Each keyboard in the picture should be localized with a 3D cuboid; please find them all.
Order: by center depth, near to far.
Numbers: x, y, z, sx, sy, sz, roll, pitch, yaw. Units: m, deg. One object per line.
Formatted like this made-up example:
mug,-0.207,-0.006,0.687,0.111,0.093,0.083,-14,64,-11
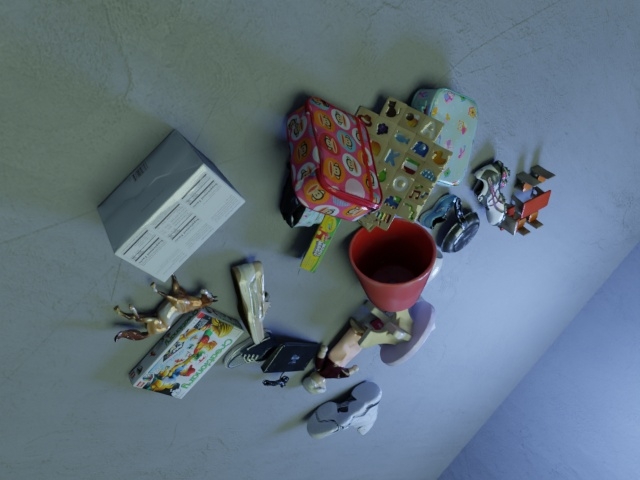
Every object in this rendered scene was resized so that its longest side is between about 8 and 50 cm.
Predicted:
keyboard,-0.120,0.435,1.720,0.201,0.033,0.317,-55,153,3

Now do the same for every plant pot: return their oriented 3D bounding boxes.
plant pot,0.240,0.097,1.639,0.275,0.275,0.243,-31,145,-13

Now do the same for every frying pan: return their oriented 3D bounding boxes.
frying pan,0.541,-0.066,1.822,0.197,0.053,0.326,-30,148,-26

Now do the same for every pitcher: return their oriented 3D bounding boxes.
pitcher,0.378,0.115,1.838,0.178,0.125,0.207,2,131,-43

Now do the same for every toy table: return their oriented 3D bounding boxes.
toy table,0.270,0.308,1.782,0.161,0.252,0.274,35,83,-25

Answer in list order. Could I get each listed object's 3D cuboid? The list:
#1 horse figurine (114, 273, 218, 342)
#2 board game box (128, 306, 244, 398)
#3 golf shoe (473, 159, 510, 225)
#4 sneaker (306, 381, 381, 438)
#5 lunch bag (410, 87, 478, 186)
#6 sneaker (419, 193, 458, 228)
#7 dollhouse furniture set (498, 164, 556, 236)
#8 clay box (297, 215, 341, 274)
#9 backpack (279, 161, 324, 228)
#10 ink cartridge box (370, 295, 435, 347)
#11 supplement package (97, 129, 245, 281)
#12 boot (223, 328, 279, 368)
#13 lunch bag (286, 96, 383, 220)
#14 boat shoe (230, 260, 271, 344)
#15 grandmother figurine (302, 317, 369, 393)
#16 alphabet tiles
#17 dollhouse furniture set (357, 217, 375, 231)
horse figurine,-0.438,0.190,1.349,0.263,0.066,0.174,-42,130,-4
board game box,-0.403,0.340,1.496,0.305,0.053,0.193,-47,136,5
golf shoe,0.622,-0.166,1.823,0.120,0.105,0.272,-16,126,-5
sneaker,0.115,0.781,2.140,0.366,0.137,0.210,-26,131,-22
lunch bag,0.345,-0.307,1.451,0.224,0.108,0.278,6,98,-34
sneaker,0.432,-0.096,1.742,0.162,0.073,0.063,-42,136,-2
dollhouse furniture set,0.813,-0.125,1.946,0.259,0.135,0.261,-25,133,-18
clay box,0.000,0.000,1.469,0.053,0.127,0.221,24,111,-3
backpack,-0.039,-0.116,1.346,0.115,0.151,0.181,-1,133,-28
ink cartridge box,0.338,0.345,1.993,0.237,0.100,0.171,-33,136,-10
supplement package,-0.340,-0.081,1.110,0.262,0.204,0.145,-44,135,1
boot,-0.229,0.376,1.623,0.190,0.086,0.069,-38,136,-5
lunch bag,0.048,-0.195,1.242,0.258,0.292,0.120,15,145,-41
boat shoe,-0.196,0.193,1.496,0.098,0.109,0.302,-20,126,-21
grandmother figurine,0.063,0.465,1.899,0.208,0.104,0.342,39,100,-18
alphabet tiles,0.190,-0.210,1.387,0.285,0.011,0.342,27,110,2
dollhouse furniture set,0.171,-0.138,1.537,0.182,0.101,0.161,-45,161,1
